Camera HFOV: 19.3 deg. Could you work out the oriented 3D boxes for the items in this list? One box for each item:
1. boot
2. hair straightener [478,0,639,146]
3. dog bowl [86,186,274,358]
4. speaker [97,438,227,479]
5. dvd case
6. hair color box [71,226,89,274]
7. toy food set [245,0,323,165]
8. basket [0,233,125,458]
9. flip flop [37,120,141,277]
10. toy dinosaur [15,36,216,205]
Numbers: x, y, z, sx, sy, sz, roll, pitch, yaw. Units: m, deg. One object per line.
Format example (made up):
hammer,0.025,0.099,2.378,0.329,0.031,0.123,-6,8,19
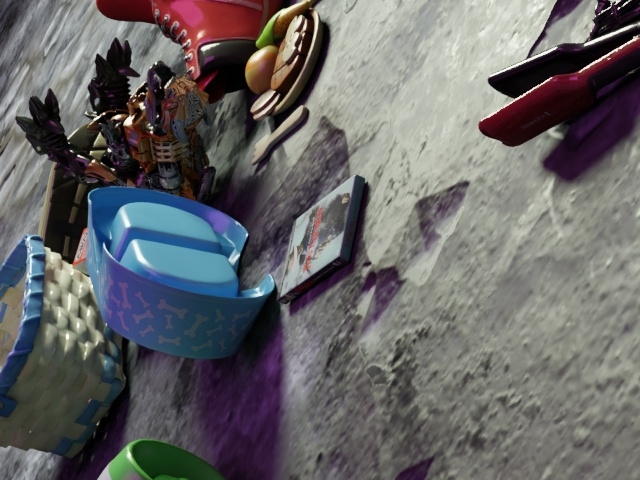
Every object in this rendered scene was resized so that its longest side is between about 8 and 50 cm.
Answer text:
boot,-0.162,-0.233,2.115,0.244,0.088,0.176,-1,64,27
hair straightener,0.192,-0.145,1.316,0.230,0.047,0.089,-36,37,55
dog bowl,-0.147,0.030,1.834,0.297,0.166,0.074,-122,46,-66
speaker,-0.186,0.326,1.650,0.296,0.131,0.131,-61,21,14
dvd case,0.000,0.000,1.694,0.119,0.013,0.087,-37,35,55
hair color box,-0.202,0.012,2.074,0.167,0.093,0.053,-21,49,64
toy food set,-0.042,-0.187,1.962,0.132,0.038,0.192,-39,34,52
basket,-0.369,0.109,2.102,0.201,0.289,0.255,-51,22,26
flip flop,-0.301,-0.023,2.359,0.080,0.112,0.277,162,123,-70
toy dinosaur,-0.212,-0.091,2.102,0.164,0.218,0.322,-31,-23,-52
